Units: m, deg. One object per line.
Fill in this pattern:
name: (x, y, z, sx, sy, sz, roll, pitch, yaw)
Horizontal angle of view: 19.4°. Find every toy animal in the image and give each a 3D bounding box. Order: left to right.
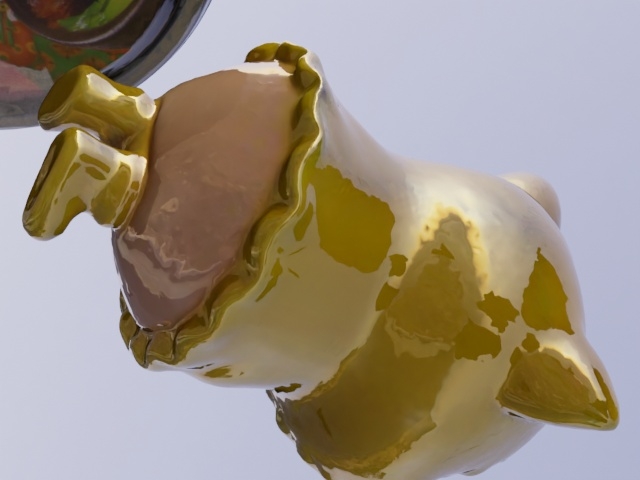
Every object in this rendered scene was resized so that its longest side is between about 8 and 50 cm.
toy animal: (0.001, 0.004, 0.713, 0.156, 0.229, 0.156, -51, -153, 40)

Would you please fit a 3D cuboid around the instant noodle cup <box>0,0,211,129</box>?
instant noodle cup: (-0.149, -0.202, 0.809, 0.302, 0.258, 0.182, -45, -159, 38)
